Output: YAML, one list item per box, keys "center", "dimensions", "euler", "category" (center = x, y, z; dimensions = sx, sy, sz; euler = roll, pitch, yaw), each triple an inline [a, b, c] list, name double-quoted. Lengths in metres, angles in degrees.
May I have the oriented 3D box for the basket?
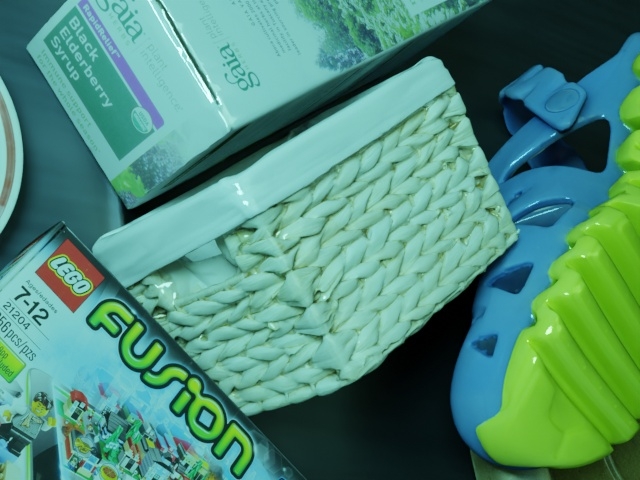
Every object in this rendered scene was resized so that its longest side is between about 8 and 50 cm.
- center: [0.000, 0.000, 0.595]
  dimensions: [0.167, 0.113, 0.103]
  euler: [-34, 98, -45]
  category: "basket"

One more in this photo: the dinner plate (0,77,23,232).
- center: [-0.189, -0.045, 0.515]
  dimensions: [0.141, 0.017, 0.141]
  euler: [20, 58, -34]
  category: "dinner plate"

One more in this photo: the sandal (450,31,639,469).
- center: [0.137, -0.004, 0.709]
  dimensions: [0.317, 0.138, 0.126]
  euler: [-57, 133, -39]
  category: "sandal"

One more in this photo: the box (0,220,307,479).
- center: [-0.077, 0.104, 0.529]
  dimensions: [0.207, 0.036, 0.114]
  euler: [48, 47, -13]
  category: "box"

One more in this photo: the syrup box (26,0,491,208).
- center: [-0.020, -0.112, 0.639]
  dimensions: [0.237, 0.096, 0.093]
  euler: [-33, 92, -44]
  category: "syrup box"

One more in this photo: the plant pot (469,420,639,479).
- center: [0.181, 0.122, 0.751]
  dimensions: [0.236, 0.032, 0.236]
  euler: [19, 59, -35]
  category: "plant pot"
